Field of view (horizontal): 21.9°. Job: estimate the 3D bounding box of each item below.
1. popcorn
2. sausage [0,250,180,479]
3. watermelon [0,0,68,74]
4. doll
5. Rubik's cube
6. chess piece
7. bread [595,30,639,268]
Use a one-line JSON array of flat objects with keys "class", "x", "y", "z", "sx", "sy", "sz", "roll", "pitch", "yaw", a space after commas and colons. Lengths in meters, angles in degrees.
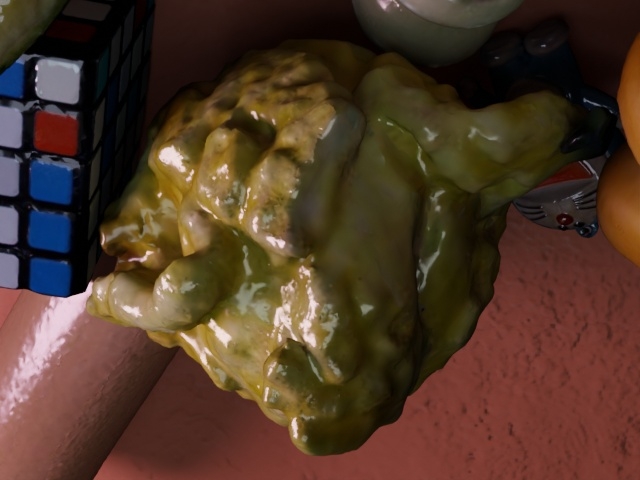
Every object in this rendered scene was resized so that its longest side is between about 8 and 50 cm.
[{"class": "popcorn", "x": -0.007, "y": -0.004, "z": 1.040, "sx": 0.237, "sy": 0.293, "sz": 0.293, "roll": 37, "pitch": 122, "yaw": 15}, {"class": "sausage", "x": -0.187, "y": 0.099, "z": 1.225, "sx": 0.123, "sy": 0.123, "sz": 0.253, "roll": 28, "pitch": 120, "yaw": -10}, {"class": "watermelon", "x": -0.254, "y": -0.217, "z": 0.883, "sx": 0.331, "sy": 0.189, "sz": 0.330, "roll": 1, "pitch": 94, "yaw": 14}, {"class": "doll", "x": 0.157, "y": -0.069, "z": 1.107, "sx": 0.114, "sy": 0.085, "sz": 0.152, "roll": -10, "pitch": 112, "yaw": 27}, {"class": "Rubik's cube", "x": -0.217, "y": -0.092, "z": 1.077, "sx": 0.182, "sy": 0.187, "sz": 0.184, "roll": 11, "pitch": 120, "yaw": 1}, {"class": "chess piece", "x": 0.088, "y": -0.186, "z": 0.987, "sx": 0.133, "sy": 0.133, "sz": 0.243, "roll": 23, "pitch": 156, "yaw": -7}, {"class": "bread", "x": 0.307, "y": -0.099, "z": 0.938, "sx": 0.316, "sy": 0.270, "sz": 0.211, "roll": -19, "pitch": 78, "yaw": -9}]
